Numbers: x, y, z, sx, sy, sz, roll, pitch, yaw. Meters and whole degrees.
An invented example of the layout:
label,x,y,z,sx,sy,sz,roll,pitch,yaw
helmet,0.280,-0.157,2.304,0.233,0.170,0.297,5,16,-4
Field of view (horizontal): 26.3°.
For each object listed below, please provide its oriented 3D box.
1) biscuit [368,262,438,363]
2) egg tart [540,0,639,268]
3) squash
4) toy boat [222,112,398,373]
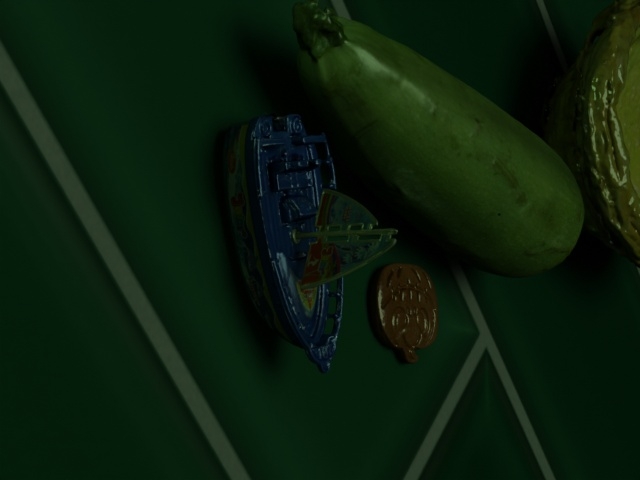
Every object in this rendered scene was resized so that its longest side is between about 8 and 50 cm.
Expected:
label,x,y,z,sx,sy,sz,roll,pitch,yaw
biscuit,0.067,0.056,1.061,0.091,0.015,0.078,2,82,-55
egg tart,0.299,-0.094,1.339,0.294,0.123,0.294,7,81,-53
squash,0.087,-0.065,1.029,0.370,0.118,0.118,30,60,-48
toy boat,0.000,0.000,0.891,0.091,0.110,0.175,-10,94,-55
